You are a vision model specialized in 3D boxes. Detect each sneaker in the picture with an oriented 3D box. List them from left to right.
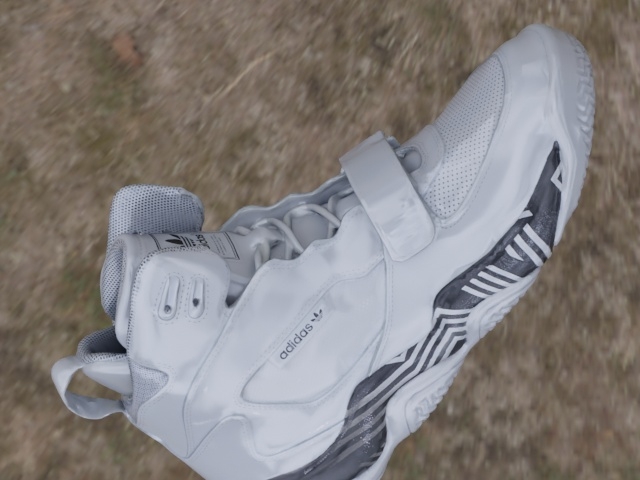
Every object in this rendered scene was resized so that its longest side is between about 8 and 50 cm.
[{"bbox_3d":[0.000,0.000,1.164,0.210,0.137,0.366,28,104,-23],"label":"sneaker"}]
